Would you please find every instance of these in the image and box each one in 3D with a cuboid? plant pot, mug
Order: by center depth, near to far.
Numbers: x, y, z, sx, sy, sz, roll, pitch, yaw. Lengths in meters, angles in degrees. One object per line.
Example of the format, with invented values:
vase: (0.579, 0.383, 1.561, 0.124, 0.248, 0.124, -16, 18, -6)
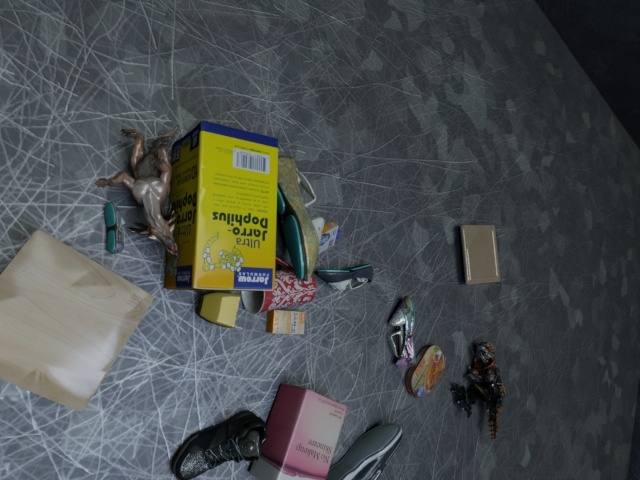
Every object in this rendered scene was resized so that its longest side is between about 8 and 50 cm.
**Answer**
plant pot: (-0.248, 0.163, 1.110, 0.083, 0.081, 0.081, 14, 76, -21)
mug: (-0.104, 0.107, 1.196, 0.169, 0.113, 0.150, -1, 93, -39)

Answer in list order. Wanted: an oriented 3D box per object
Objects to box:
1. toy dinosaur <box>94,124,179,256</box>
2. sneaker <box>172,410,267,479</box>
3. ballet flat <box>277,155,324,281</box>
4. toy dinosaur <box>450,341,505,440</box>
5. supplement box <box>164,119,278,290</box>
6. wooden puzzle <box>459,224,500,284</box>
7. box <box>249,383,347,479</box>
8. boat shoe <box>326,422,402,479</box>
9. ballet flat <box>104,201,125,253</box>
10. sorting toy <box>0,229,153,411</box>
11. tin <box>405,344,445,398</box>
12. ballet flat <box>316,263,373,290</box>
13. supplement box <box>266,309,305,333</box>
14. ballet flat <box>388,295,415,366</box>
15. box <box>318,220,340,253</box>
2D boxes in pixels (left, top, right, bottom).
toy dinosaur: (-0.370, -0.120, 1.023, 0.127, 0.200, 0.295, -2, 53, 2)
sneaker: (-0.220, 0.476, 1.061, 0.228, 0.130, 0.087, -18, 93, -33)
ballet flat: (-0.054, -0.069, 1.203, 0.123, 0.123, 0.348, -10, 72, -36)
toy dinosaur: (0.595, 0.531, 1.629, 0.218, 0.164, 0.322, -5, 65, -52)
supplement box: (-0.229, -0.062, 1.074, 0.195, 0.194, 0.356, 6, 81, -35)
wooden puzzle: (0.597, 0.051, 1.746, 0.239, 0.044, 0.220, 0, 84, -40)
box: (-0.052, 0.502, 1.171, 0.149, 0.127, 0.232, 33, 64, -29)
boat shoe: (0.122, 0.635, 1.302, 0.303, 0.114, 0.091, -30, 101, -22)
ballet flat: (-0.449, -0.027, 1.016, 0.041, 0.041, 0.114, -2, 86, -35)
sorting toy: (-0.517, 0.157, 0.910, 0.257, 0.089, 0.255, 38, 65, -26)
tin: (0.345, 0.428, 1.524, 0.189, 0.040, 0.106, -48, 115, -29)
ballet flat: (0.076, 0.110, 1.350, 0.203, 0.074, 0.074, -4, 87, -38)
supplement box: (-0.092, 0.218, 1.237, 0.098, 0.036, 0.062, 9, 80, -35)
ballet flat: (0.256, 0.287, 1.461, 0.079, 0.077, 0.221, 1, 84, -16)
box: (0.000, 0.000, 1.304, 0.136, 0.081, 0.028, -30, 58, -36)
